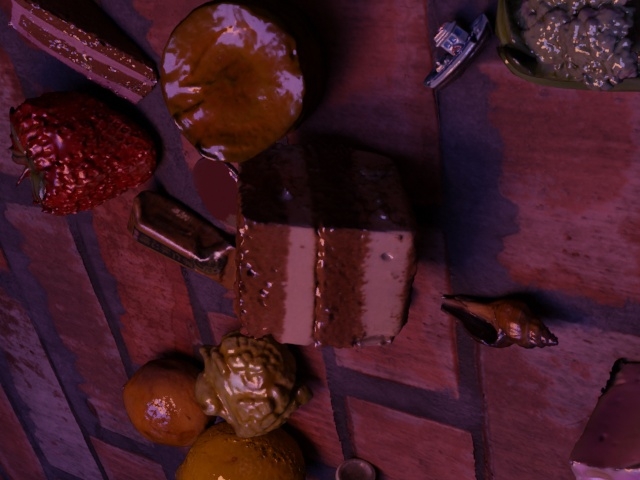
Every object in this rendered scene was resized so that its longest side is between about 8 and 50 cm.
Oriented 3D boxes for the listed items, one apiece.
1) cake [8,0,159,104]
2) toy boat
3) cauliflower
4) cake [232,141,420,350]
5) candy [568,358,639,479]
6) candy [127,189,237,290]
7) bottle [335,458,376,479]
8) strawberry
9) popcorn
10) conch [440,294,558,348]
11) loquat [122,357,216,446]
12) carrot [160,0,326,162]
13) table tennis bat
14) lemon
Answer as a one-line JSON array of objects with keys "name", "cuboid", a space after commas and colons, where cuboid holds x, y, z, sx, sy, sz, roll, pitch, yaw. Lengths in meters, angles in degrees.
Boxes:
[{"name": "cake", "cuboid": [-0.434, -0.378, 1.597, 0.295, 0.112, 0.116, 36, 141, -11]}, {"name": "toy boat", "cuboid": [0.188, -0.274, 1.203, 0.066, 0.059, 0.140, 33, 137, -13]}, {"name": "cauliflower", "cuboid": [0.355, -0.248, 1.019, 0.315, 0.239, 0.256, 28, 155, -16]}, {"name": "cake", "cuboid": [0.000, 0.000, 1.373, 0.290, 0.255, 0.282, -2, 128, -5]}, {"name": "candy", "cuboid": [0.491, 0.287, 1.265, 0.155, 0.265, 0.115, -14, 110, 43]}, {"name": "candy", "cuboid": [-0.278, -0.001, 1.752, 0.271, 0.101, 0.143, 32, 143, 5]}, {"name": "bottle", "cuboid": [0.079, 0.650, 1.991, 0.093, 0.093, 0.330, 20, 133, 24]}, {"name": "strawberry", "cuboid": [-0.484, -0.178, 1.705, 0.261, 0.258, 0.261, 41, 145, 37]}, {"name": "popcorn", "cuboid": [-0.144, 0.306, 1.830, 0.255, 0.195, 0.256, 7, 127, 22]}, {"name": "conch", "cuboid": [0.304, 0.139, 1.434, 0.080, 0.086, 0.233, 17, 168, -33]}, {"name": "loquat", "cuboid": [-0.361, 0.394, 2.053, 0.238, 0.193, 0.238, 26, 141, 23]}, {"name": "carrot", "cuboid": [-0.113, -0.265, 1.329, 0.242, 0.340, 0.241, 2, 110, 6]}, {"name": "table tennis bat", "cuboid": [-0.173, -0.062, 1.679, 0.131, 0.022, 0.234, -17, 109, 43]}, {"name": "lemon", "cuboid": [-0.179, 0.539, 1.963, 0.310, 0.258, 0.258, 7, 134, -8]}]
